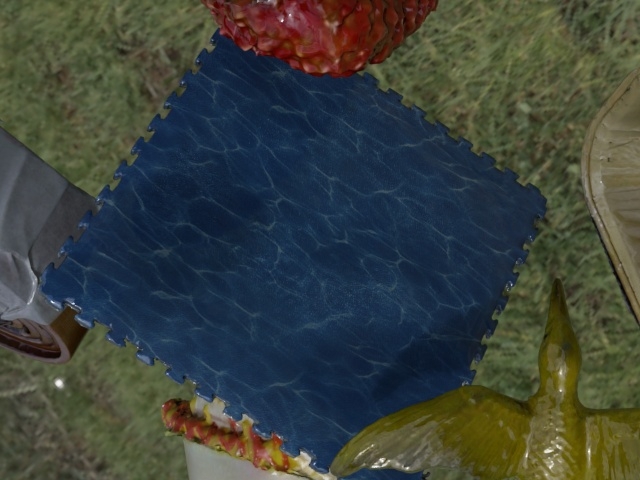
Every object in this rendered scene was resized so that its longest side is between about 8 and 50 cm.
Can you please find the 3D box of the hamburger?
[{"bbox_3d":[-0.013,0.218,1.107,0.276,0.294,0.179,0,83,56],"label":"hamburger"}]

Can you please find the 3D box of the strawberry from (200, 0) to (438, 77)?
[{"bbox_3d":[0.006,-0.169,0.638,0.188,0.286,0.106,-10,126,18],"label":"strawberry"}]

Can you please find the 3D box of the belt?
[{"bbox_3d":[-0.264,-0.016,0.715,0.261,0.105,0.184,33,156,-13],"label":"belt"}]

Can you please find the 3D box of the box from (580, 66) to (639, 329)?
[{"bbox_3d":[0.194,-0.003,0.531,0.111,0.111,0.177,-2,126,45],"label":"box"}]

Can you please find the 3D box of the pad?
[{"bbox_3d":[0.000,0.000,0.665,0.270,0.269,0.012,32,152,-8],"label":"pad"}]

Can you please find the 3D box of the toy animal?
[{"bbox_3d":[0.120,0.104,0.571,0.219,0.155,0.095,5,145,6],"label":"toy animal"}]
